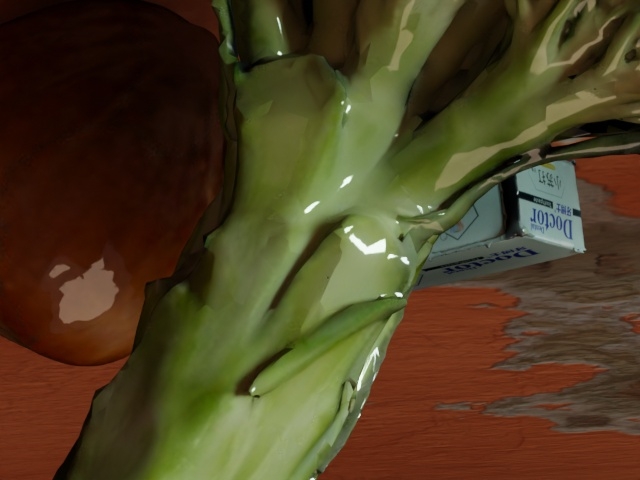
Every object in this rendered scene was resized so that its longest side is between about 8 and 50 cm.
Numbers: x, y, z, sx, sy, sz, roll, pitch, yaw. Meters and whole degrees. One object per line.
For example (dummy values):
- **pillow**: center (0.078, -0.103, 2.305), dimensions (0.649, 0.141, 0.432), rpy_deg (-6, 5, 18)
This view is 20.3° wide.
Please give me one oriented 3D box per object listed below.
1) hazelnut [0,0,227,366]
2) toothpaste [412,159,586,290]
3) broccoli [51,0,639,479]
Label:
- **hazelnut**: center (-0.116, -0.036, 0.854), dimensions (0.182, 0.182, 0.182), rpy_deg (-2, 163, -1)
- **toothpaste**: center (0.012, 0.002, 1.152), dimensions (0.313, 0.071, 0.089), rpy_deg (-14, 164, 33)
- **broccoli**: center (-0.017, -0.012, 0.658), dimensions (0.361, 0.252, 0.221), rpy_deg (-46, 144, 7)
